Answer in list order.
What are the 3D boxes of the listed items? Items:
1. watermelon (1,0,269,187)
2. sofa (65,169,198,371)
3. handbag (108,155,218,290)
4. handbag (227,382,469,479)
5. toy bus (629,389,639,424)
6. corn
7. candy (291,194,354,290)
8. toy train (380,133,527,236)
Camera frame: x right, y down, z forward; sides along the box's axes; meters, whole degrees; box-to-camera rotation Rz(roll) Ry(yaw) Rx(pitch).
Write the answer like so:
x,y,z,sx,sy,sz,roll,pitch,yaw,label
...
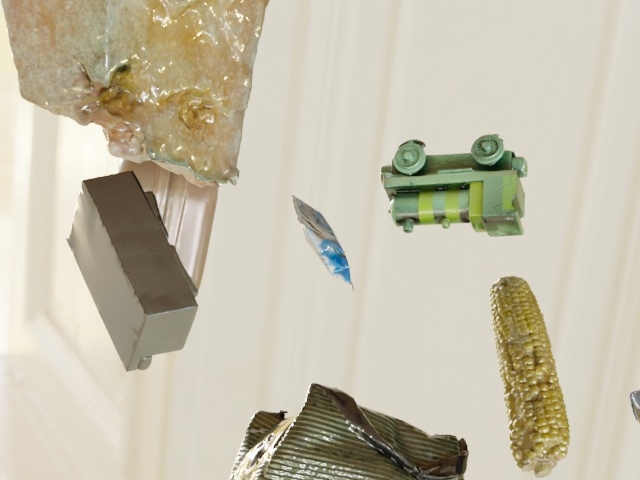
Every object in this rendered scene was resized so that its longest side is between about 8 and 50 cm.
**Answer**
x,y,z,sx,sy,sz,roll,pitch,yaw,label
-0.183,-0.219,1.506,0.151,0.302,0.264,14,-177,39,watermelon
-0.150,0.024,1.249,0.060,0.085,0.147,-11,-124,-30,sofa
-0.226,-0.071,2.160,0.149,0.283,0.302,12,-167,-9,handbag
0.033,0.349,2.064,0.341,0.240,0.247,23,148,-25,handbag
0.436,0.182,1.758,0.153,0.051,0.061,-16,-156,4,toy bus
0.287,0.185,2.116,0.087,0.086,0.288,0,-116,-17,corn
0.000,0.000,2.015,0.038,0.136,0.088,-32,-151,11,candy
0.177,-0.069,2.059,0.200,0.083,0.132,-5,-119,18,toy train
